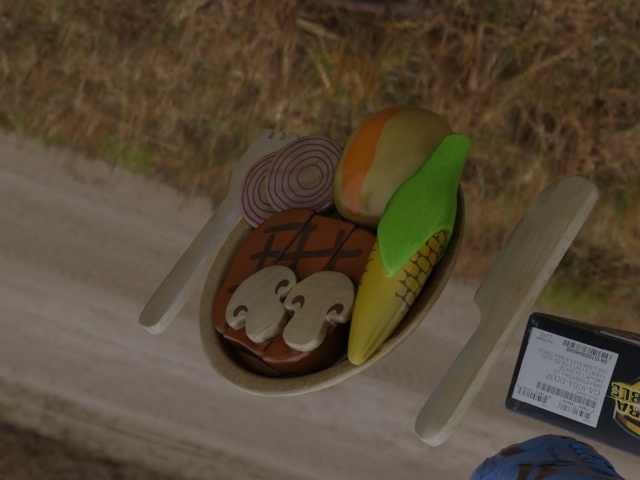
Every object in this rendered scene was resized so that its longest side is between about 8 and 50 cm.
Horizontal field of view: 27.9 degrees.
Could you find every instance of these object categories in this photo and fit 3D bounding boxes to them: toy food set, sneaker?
[{"bbox_3d":[0.000,0.000,0.508,0.192,0.132,0.038,13,153,47],"label":"toy food set"},{"bbox_3d":[0.156,0.151,0.807,0.069,0.082,0.209,43,161,-8],"label":"sneaker"}]

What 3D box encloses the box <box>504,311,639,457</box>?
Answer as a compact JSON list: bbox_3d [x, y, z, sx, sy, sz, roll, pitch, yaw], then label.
[{"bbox_3d":[0.217,0.089,0.619,0.175,0.051,0.220,17,-178,36],"label":"box"}]
